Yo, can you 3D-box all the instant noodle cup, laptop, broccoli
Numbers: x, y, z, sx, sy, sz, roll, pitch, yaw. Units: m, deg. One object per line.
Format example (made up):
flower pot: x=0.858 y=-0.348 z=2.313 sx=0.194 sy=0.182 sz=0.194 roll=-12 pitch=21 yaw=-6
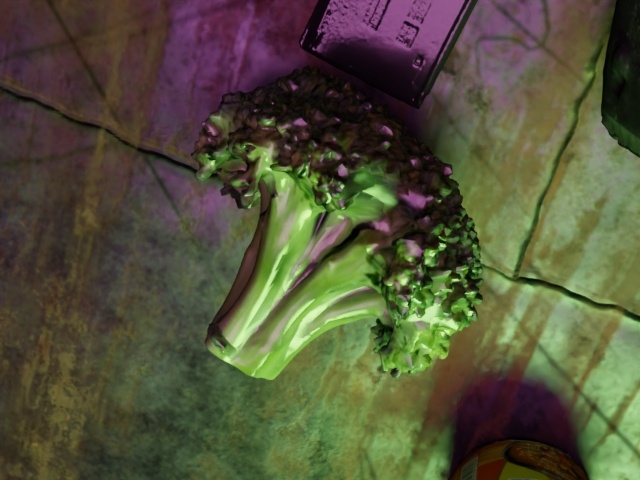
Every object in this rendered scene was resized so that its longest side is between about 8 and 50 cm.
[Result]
instant noodle cup: x=0.209 y=0.318 z=0.925 sx=0.213 sy=0.174 sz=0.213 roll=3 pitch=113 yaw=8
laptop: x=0.076 y=-0.233 z=0.817 sx=0.135 sy=0.016 sz=0.197 roll=27 pitch=114 yaw=1
broccoli: x=0.018 y=-0.008 z=0.799 sx=0.235 sy=0.288 sz=0.260 roll=-1 pitch=119 yaw=-31

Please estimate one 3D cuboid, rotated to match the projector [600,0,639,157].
projector: x=0.367 y=-0.195 z=0.554 sx=0.242 sy=0.395 sz=0.405 roll=3 pitch=113 yaw=-8
